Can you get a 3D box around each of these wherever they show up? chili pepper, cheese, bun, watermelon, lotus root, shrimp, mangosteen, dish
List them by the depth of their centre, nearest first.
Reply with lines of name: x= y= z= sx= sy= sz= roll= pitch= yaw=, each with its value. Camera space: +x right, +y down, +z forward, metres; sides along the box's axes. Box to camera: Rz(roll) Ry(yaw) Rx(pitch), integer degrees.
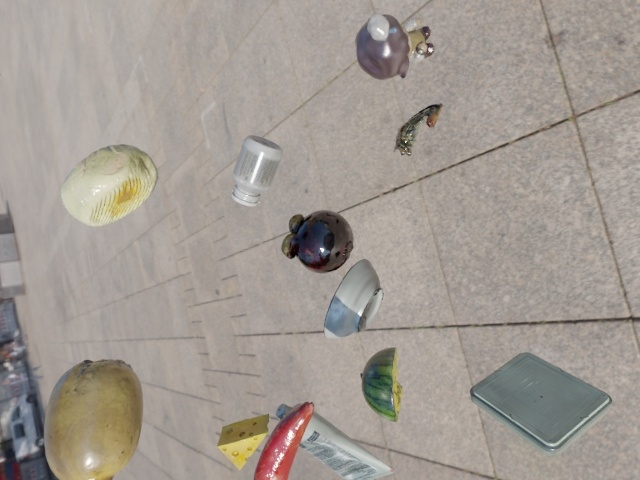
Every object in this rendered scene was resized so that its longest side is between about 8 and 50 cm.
chili pepper: x=-0.081 y=0.423 z=0.832 sx=0.063 sy=0.071 sz=0.272 roll=-116 pitch=48 yaw=-82
lotus root: x=-0.449 y=0.389 z=0.853 sx=0.183 sy=0.182 sz=0.310 roll=-45 pitch=49 yaw=46
bun: x=-0.550 y=-0.149 z=1.111 sx=0.153 sy=0.244 sz=0.244 roll=53 pitch=136 yaw=8
mangosteen: x=0.000 y=0.000 z=1.277 sx=0.209 sy=0.209 sz=0.210 roll=15 pitch=109 yaw=49
shrimp: x=0.299 y=-0.341 z=1.292 sx=0.173 sy=0.253 sz=0.058 roll=-33 pitch=110 yaw=31
cheese: x=-0.240 y=0.664 z=1.451 sx=0.126 sy=0.171 sz=0.093 roll=53 pitch=-173 yaw=-14
dish: x=0.139 y=0.224 z=1.490 sx=0.106 sy=0.316 sz=0.317 roll=26 pitch=119 yaw=24
watermelon: x=0.279 y=0.670 z=1.987 sx=0.189 sy=0.331 sz=0.331 roll=-6 pitch=94 yaw=22

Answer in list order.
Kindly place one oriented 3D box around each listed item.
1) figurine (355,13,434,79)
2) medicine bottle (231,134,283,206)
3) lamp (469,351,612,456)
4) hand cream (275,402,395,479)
figurine: x=0.296 y=-0.708 z=1.557 sx=0.206 sy=0.364 sz=0.218 roll=27 pitch=132 yaw=56
medicine bottle: x=-0.220 y=-0.228 z=1.429 sx=0.135 sy=0.135 sz=0.215 roll=41 pitch=116 yaw=38
lamp: x=0.599 y=0.436 z=1.182 sx=0.269 sy=0.266 sz=0.047 roll=27 pitch=134 yaw=55
hand cream: x=0.025 y=0.473 z=0.990 sx=0.124 sy=0.340 sz=0.078 roll=-35 pitch=25 yaw=24
